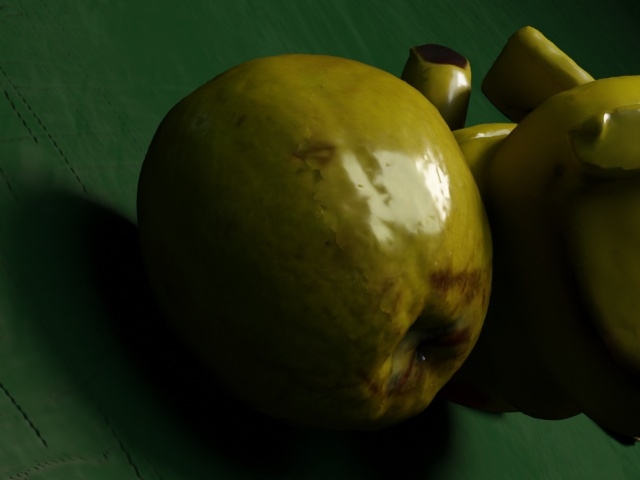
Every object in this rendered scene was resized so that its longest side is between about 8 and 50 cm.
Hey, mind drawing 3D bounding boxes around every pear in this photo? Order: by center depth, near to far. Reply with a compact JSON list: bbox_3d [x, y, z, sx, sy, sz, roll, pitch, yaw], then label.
[{"bbox_3d":[0.000,0.000,0.673,0.149,0.149,0.162,26,25,-51],"label":"pear"}]

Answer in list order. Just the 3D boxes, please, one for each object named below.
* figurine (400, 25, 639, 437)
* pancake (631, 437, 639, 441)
[{"bbox_3d":[0.112,-0.005,0.809,0.327,0.169,0.218,-9,-79,62],"label":"figurine"},{"bbox_3d":[0.214,0.088,1.142,0.115,0.011,0.114,-9,90,-73],"label":"pancake"}]
